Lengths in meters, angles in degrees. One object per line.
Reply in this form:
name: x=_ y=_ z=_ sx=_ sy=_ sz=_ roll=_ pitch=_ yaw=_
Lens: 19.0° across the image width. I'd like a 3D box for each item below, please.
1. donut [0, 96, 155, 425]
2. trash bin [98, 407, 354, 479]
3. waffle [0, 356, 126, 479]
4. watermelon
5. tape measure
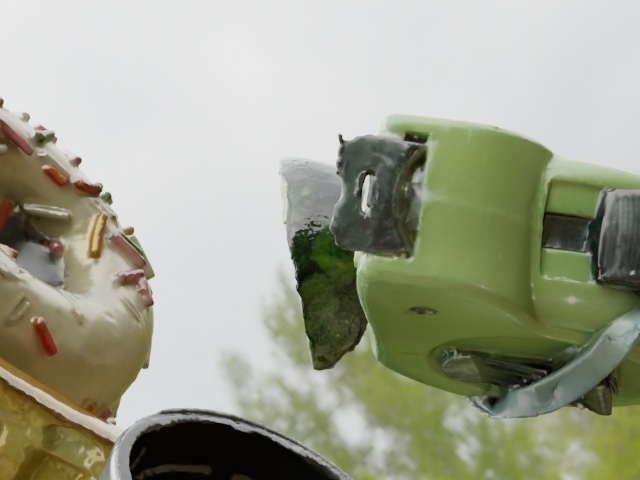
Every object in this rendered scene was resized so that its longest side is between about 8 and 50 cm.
donut: x=-0.291 y=0.013 z=1.707 sx=0.142 sy=0.383 sz=0.382 roll=-39 pitch=-25 yaw=20
trash bin: x=-0.090 y=0.282 z=1.295 sx=0.277 sy=0.217 sz=0.263 roll=10 pitch=-63 yaw=-35
waffle: x=-0.271 y=0.237 z=1.500 sx=0.304 sy=0.348 sz=0.077 roll=-61 pitch=0 yaw=8
watermelon: x=0.000 y=0.000 z=1.782 sx=0.123 sy=0.301 sz=0.129 roll=19 pitch=-70 yaw=-14
tape measure: x=0.094 y=0.023 z=0.834 sx=0.200 sy=0.175 sz=0.106 roll=83 pitch=-165 yaw=-69
